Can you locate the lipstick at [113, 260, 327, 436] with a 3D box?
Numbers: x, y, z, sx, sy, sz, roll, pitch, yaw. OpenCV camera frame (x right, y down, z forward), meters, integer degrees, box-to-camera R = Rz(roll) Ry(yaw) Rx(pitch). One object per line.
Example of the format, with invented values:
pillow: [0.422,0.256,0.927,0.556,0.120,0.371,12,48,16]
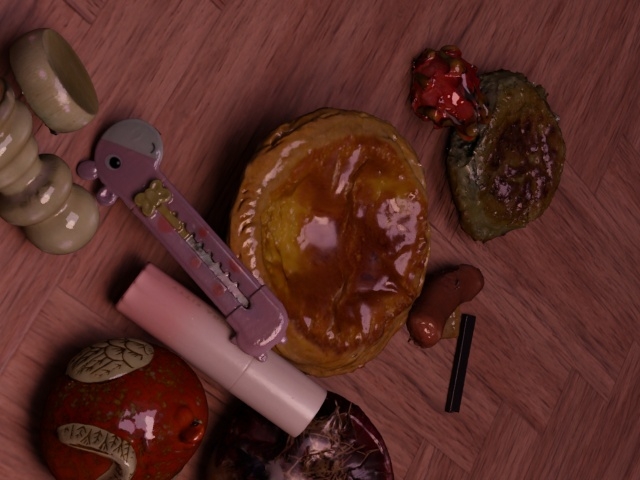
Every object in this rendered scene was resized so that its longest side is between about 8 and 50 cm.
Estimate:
lipstick: [-0.145,0.160,1.697,0.327,0.087,0.087,36,67,-5]

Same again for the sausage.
sausage: [0.220,0.106,2.079,0.087,0.079,0.326,41,28,6]

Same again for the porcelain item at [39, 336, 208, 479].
porcelain item: [-0.256,0.259,1.615,0.253,0.253,0.253,-5,98,-42]

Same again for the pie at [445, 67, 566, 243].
pie: [0.358,-0.165,2.204,0.288,0.103,0.355,40,67,-43]

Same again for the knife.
knife: [-0.183,0.000,1.650,0.132,0.038,0.399,-41,92,-3]

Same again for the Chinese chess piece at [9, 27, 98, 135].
Chinese chess piece: [-0.355,-0.212,1.543,0.058,0.144,0.144,-26,120,9]

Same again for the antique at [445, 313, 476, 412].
antique: [0.270,0.237,2.230,0.031,0.015,0.192,14,85,-43]

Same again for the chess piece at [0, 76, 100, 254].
chess piece: [-0.390,-0.079,1.527,0.144,0.144,0.251,-56,131,-23]

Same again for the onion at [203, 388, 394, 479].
onion: [-0.036,0.389,1.825,0.314,0.232,0.314,4,72,-14]

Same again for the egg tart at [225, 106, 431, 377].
egg tart: [0.000,0.000,1.855,0.443,0.178,0.443,-8,101,-43]

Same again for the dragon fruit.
dragon fruit: [0.234,-0.257,2.071,0.133,0.208,0.150,-2,139,-30]

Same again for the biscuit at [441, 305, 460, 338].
biscuit: [0.235,0.146,2.187,0.081,0.018,0.083,-4,98,-42]
